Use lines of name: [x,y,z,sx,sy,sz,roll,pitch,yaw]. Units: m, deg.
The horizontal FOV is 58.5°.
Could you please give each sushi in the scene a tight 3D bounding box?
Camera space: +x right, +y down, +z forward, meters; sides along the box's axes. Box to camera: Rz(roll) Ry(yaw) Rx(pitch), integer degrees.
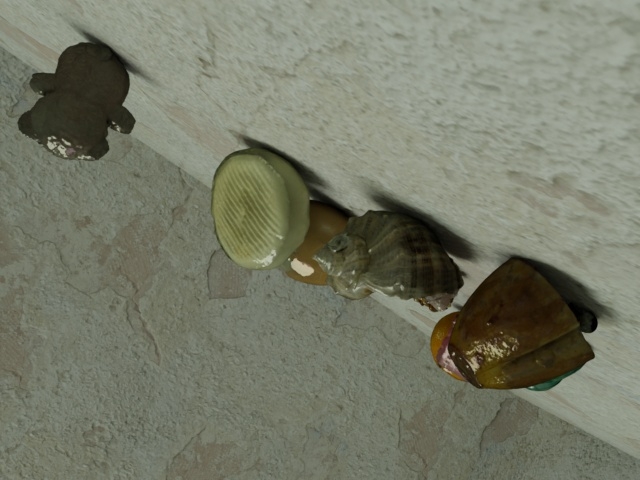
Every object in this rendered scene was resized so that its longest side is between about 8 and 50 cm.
sushi: [0.417,0.125,0.929,0.045,0.044,0.083,12,180,-10]

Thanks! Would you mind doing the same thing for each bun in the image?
bun: [-0.124,-0.071,1.277,0.146,0.288,0.287,-4,-157,-44]

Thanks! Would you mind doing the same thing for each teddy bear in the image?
teddy bear: [-0.531,-0.306,1.276,0.235,0.267,0.151,20,171,-17]

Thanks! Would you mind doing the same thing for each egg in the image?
egg: [-0.004,0.010,1.394,0.244,0.201,0.201,21,172,7]

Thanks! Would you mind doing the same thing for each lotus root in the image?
lotus root: [0.291,0.149,0.884,0.188,0.180,0.199,54,176,15]

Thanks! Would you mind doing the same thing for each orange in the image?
orange: [0.422,0.309,1.652,0.219,0.193,0.219,44,-173,-7]

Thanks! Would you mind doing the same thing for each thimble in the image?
thimble: [0.387,0.263,1.462,0.125,0.190,0.163,31,-143,20]

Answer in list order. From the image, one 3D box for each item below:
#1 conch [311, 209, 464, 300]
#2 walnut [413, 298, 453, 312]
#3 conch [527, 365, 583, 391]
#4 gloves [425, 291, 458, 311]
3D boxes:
conch: [0.130,0.020,1.028,0.291,0.159,0.210,-6,180,-23]
walnut: [0.292,0.147,1.563,0.142,0.069,0.170,31,171,29]
conch: [0.457,0.251,1.208,0.196,0.134,0.202,29,172,43]
gloves: [0.242,0.086,1.210,0.110,0.094,0.144,40,-163,22]
